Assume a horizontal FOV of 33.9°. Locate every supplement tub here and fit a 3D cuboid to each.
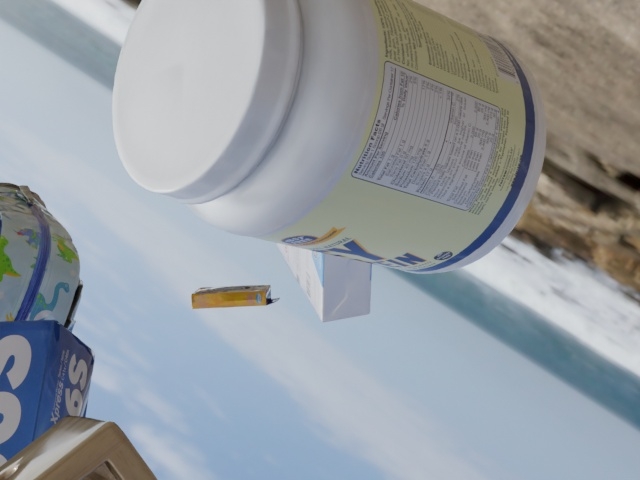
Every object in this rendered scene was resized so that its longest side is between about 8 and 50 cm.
[{"bbox_3d":[0.012,-0.106,0.902,0.324,0.235,0.235,13,-166,-41],"label":"supplement tub"}]

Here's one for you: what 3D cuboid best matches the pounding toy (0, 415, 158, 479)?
[{"bbox_3d":[-0.076,0.184,0.481,0.206,0.181,0.094,56,154,-10],"label":"pounding toy"}]

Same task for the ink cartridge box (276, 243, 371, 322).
[{"bbox_3d":[0.000,0.000,1.211,0.060,0.104,0.180,-10,-147,-16],"label":"ink cartridge box"}]

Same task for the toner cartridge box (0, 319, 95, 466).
[{"bbox_3d":[-0.267,0.229,0.720,0.165,0.348,0.075,-4,153,14],"label":"toner cartridge box"}]

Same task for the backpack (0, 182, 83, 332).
[{"bbox_3d":[-0.429,0.068,1.315,0.273,0.290,0.355,34,177,-42],"label":"backpack"}]

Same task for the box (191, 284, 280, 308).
[{"bbox_3d":[-0.135,0.090,1.695,0.136,0.028,0.081,-5,-175,3],"label":"box"}]
